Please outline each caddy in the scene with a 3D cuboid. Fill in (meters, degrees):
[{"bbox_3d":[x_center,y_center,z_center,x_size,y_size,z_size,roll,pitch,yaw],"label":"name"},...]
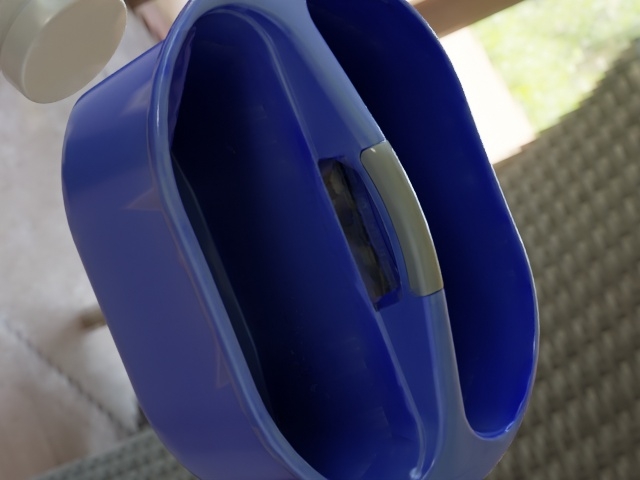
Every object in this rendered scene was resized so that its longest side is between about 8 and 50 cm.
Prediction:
[{"bbox_3d":[0.000,0.000,1.133,0.241,0.179,0.341,-27,97,-39],"label":"caddy"}]

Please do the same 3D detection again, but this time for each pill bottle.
[{"bbox_3d":[-0.309,-0.252,1.736,0.264,0.153,0.153,42,8,23],"label":"pill bottle"}]
